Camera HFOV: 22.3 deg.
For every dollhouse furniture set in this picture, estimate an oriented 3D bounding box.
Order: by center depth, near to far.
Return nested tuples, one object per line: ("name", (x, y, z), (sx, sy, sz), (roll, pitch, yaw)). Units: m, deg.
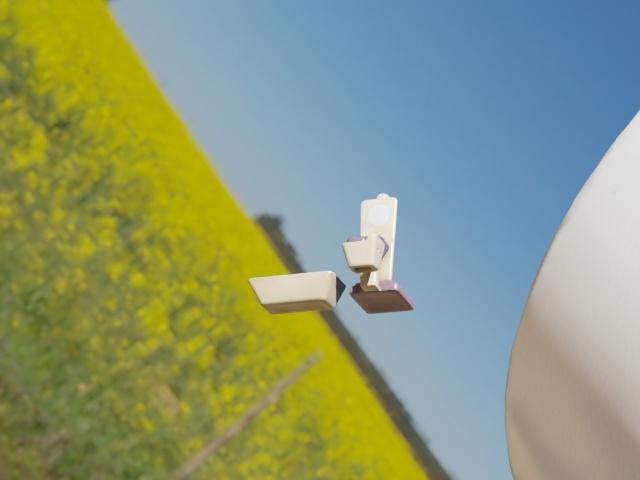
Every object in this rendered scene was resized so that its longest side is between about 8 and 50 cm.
("dollhouse furniture set", (0.000, 0.000, 1.129), (0.091, 0.114, 0.081), (48, 41, -58))

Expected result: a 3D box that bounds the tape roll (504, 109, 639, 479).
("tape roll", (0.206, 0.044, 0.554), (0.100, 0.286, 0.286), (49, -5, 48))
